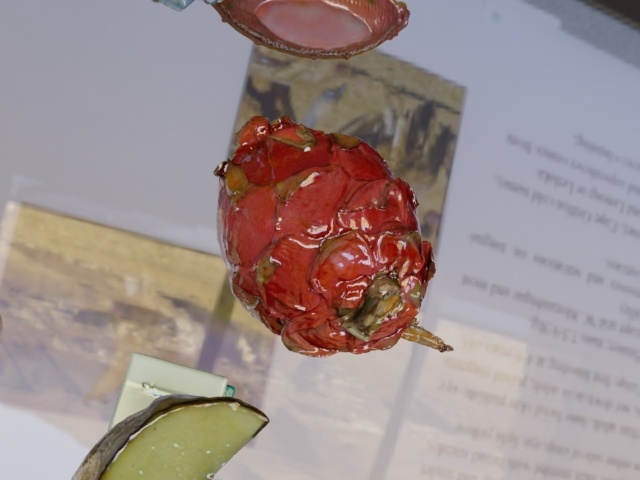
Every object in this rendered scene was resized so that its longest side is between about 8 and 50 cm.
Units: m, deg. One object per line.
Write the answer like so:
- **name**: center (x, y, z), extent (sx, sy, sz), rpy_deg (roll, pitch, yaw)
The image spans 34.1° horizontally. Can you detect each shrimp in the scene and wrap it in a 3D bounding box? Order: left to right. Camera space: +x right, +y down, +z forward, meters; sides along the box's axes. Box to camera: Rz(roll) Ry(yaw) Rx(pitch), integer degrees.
- **shrimp**: center (0.161, 0.137, 1.672), extent (0.127, 0.091, 0.025), rpy_deg (31, 128, -9)

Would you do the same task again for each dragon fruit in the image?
- **dragon fruit**: center (0.000, 0.000, 1.355), extent (0.277, 0.277, 0.342), rpy_deg (20, -155, -47)

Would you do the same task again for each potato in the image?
- **potato**: center (-0.134, 0.155, 0.841), extent (0.081, 0.149, 0.120), rpy_deg (50, 171, -24)

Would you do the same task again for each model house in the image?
- **model house**: center (-0.176, 0.205, 1.259), extent (0.127, 0.101, 0.149), rpy_deg (16, 167, 3)

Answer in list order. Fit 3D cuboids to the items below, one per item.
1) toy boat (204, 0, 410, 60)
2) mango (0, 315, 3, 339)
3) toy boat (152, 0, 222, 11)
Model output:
- **toy boat**: center (-0.018, -0.329, 1.496), extent (0.317, 0.141, 0.099), rpy_deg (7, -148, -15)
- **mango**: center (-0.560, 0.116, 1.426), extent (0.251, 0.114, 0.156), rpy_deg (0, 165, 8)
- **toy boat**: center (-0.106, -0.423, 1.321), extent (0.133, 0.332, 0.145), rpy_deg (47, -171, 7)
